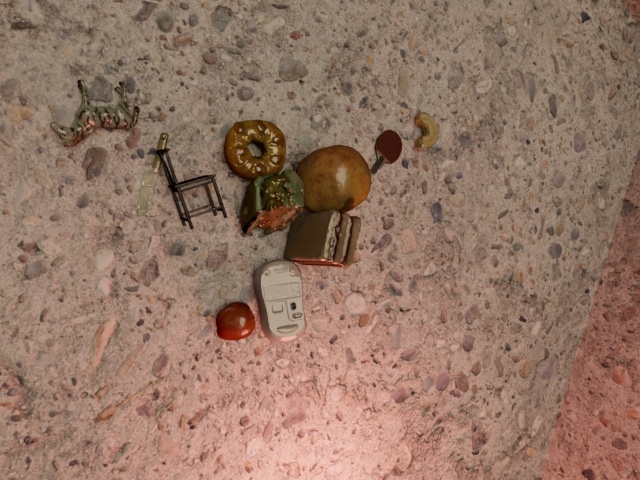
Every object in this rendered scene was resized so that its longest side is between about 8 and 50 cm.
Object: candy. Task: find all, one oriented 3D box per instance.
[{"bbox_3d":[0.000,0.000,1.485,0.135,0.321,0.179,17,80,-27],"label":"candy"}]

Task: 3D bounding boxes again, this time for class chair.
[{"bbox_3d":[-0.422,-0.182,1.362,0.141,0.154,0.260,-22,107,-25],"label":"chair"}]

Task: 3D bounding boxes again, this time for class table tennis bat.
[{"bbox_3d":[0.277,-0.374,1.783,0.130,0.019,0.220,39,73,-21],"label":"table tennis bat"}]

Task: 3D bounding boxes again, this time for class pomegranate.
[{"bbox_3d":[0.043,-0.216,1.532,0.281,0.281,0.281,0,90,-26],"label":"pomegranate"}]

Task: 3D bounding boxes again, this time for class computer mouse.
[{"bbox_3d":[-0.142,0.222,1.525,0.184,0.121,0.297,-11,80,-17],"label":"computer mouse"}]

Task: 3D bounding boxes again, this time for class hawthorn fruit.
[{"bbox_3d":[-0.297,0.281,1.444,0.138,0.133,0.133,-18,98,-15],"label":"hawthorn fruit"}]

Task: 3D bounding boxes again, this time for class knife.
[{"bbox_3d":[-0.559,-0.217,1.377,0.047,0.017,0.298,14,85,-19],"label":"knife"}]

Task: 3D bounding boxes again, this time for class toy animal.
[{"bbox_3d":[-0.697,-0.402,1.277,0.255,0.090,0.170,-27,106,-21],"label":"toy animal"}]

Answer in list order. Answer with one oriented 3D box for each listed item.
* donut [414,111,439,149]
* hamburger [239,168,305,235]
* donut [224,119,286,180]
[{"bbox_3d":[0.467,-0.481,1.850,0.108,0.065,0.166,-2,90,-26],"label":"donut"},{"bbox_3d":[-0.169,-0.138,1.450,0.168,0.288,0.192,9,67,-25],"label":"hamburger"},{"bbox_3d":[-0.233,-0.319,1.482,0.227,0.114,0.226,0,90,-27],"label":"donut"}]
